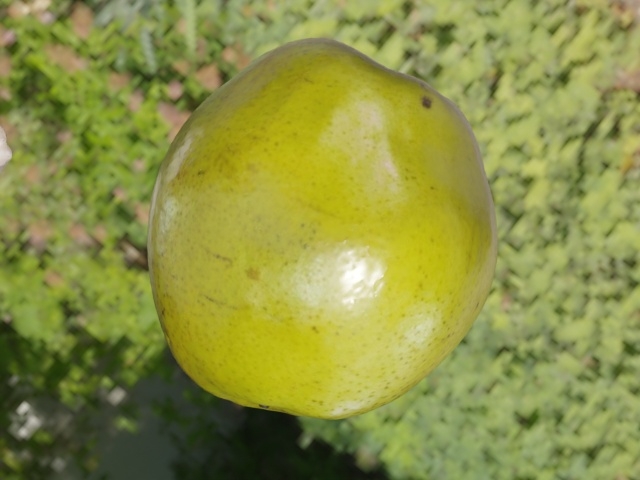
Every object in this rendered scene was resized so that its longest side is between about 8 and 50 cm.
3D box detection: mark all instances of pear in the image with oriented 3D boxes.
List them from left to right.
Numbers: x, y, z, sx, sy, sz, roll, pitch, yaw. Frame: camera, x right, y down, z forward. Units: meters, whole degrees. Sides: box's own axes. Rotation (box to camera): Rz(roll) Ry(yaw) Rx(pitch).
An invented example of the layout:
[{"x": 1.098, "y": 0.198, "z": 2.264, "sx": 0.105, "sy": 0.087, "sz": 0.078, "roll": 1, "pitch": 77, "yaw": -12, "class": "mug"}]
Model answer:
[{"x": 0.000, "y": 0.000, "z": 1.238, "sx": 0.294, "sy": 0.294, "sz": 0.294, "roll": 36, "pitch": 165, "yaw": 11, "class": "pear"}]

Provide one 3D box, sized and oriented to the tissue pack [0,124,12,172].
[{"x": -0.282, "y": -0.028, "z": 0.559, "sx": 0.170, "sy": 0.325, "sz": 0.071, "roll": 160, "pitch": 101, "yaw": -72, "class": "tissue pack"}]
